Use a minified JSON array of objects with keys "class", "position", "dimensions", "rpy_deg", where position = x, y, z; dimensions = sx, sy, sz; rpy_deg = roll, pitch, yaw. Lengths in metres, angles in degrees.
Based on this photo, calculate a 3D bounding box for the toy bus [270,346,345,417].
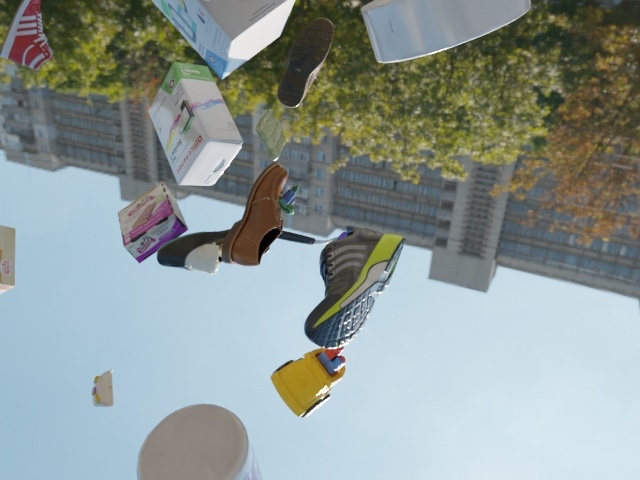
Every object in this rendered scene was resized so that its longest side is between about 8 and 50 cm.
[{"class":"toy bus","position":[-0.003,0.366,1.570],"dimensions":[0.149,0.211,0.220],"rpy_deg":[50,-168,15]}]

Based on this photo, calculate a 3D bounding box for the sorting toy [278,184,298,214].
[{"class":"sorting toy","position":[-0.070,-0.094,1.069],"dimensions":[0.061,0.102,0.042],"rpy_deg":[25,-111,43]}]

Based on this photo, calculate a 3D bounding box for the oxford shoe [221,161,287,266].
[{"class":"oxford shoe","position":[-0.092,-0.043,0.964],"dimensions":[0.076,0.076,0.212],"rpy_deg":[12,-117,16]}]

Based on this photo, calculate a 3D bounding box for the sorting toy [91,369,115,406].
[{"class":"sorting toy","position":[-0.518,0.355,1.313],"dimensions":[0.045,0.075,0.083],"rpy_deg":[8,-122,-39]}]

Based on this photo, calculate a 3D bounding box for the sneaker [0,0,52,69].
[{"class":"sneaker","position":[-0.423,-0.314,0.835],"dimensions":[0.067,0.118,0.042],"rpy_deg":[24,-165,-28]}]

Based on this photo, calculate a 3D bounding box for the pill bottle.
[{"class":"pill bottle","position":[-0.173,0.415,0.904],"dimensions":[0.169,0.301,0.169],"rpy_deg":[-4,-139,4]}]

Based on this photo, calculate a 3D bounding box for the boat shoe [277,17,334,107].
[{"class":"boat shoe","position":[-0.027,-0.338,1.054],"dimensions":[0.064,0.178,0.060],"rpy_deg":[30,-147,-3]}]

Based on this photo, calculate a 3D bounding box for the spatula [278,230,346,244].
[{"class":"spatula","position":[0.000,0.000,1.604],"dimensions":[0.297,0.084,0.030],"rpy_deg":[8,-136,-28]}]

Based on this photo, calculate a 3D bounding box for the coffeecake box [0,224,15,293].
[{"class":"coffeecake box","position":[-0.771,0.060,1.259],"dimensions":[0.186,0.142,0.068],"rpy_deg":[-22,157,25]}]

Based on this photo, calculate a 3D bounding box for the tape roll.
[{"class":"tape roll","position":[0.218,-0.416,0.995],"dimensions":[0.286,0.100,0.286],"rpy_deg":[-18,-156,9]}]

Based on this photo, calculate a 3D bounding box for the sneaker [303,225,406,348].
[{"class":"sneaker","position":[0.040,0.070,0.957],"dimensions":[0.121,0.111,0.300],"rpy_deg":[21,-144,18]}]

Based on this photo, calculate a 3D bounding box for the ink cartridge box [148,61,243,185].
[{"class":"ink cartridge box","position":[-0.354,-0.319,1.560],"dimensions":[0.117,0.201,0.278],"rpy_deg":[-6,-118,-44]}]

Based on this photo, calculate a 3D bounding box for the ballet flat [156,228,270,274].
[{"class":"ballet flat","position":[-0.241,0.022,1.329],"dimensions":[0.281,0.095,0.096],"rpy_deg":[-17,-134,-31]}]

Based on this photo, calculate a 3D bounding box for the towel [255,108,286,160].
[{"class":"towel","position":[-0.130,-0.286,1.499],"dimensions":[0.027,0.110,0.148],"rpy_deg":[-18,-152,20]}]

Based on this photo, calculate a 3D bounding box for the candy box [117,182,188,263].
[{"class":"candy box","position":[-0.464,-0.054,1.535],"dimensions":[0.159,0.071,0.233],"rpy_deg":[-35,-147,-5]}]

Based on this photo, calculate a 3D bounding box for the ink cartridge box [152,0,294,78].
[{"class":"ink cartridge box","position":[-0.227,-0.552,1.241],"dimensions":[0.197,0.270,0.198],"rpy_deg":[-43,-176,-18]}]
